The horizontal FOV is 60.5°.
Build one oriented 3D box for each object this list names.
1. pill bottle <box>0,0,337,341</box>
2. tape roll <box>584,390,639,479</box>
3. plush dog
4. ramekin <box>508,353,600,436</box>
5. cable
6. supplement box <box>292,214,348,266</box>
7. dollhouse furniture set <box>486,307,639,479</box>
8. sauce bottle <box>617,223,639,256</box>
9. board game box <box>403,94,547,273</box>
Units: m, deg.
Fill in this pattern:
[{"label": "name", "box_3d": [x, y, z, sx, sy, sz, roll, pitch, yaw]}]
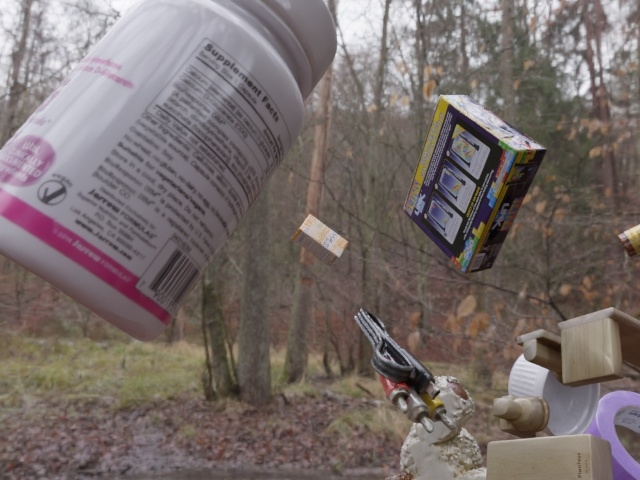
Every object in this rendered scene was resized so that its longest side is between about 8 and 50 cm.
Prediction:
[{"label": "pill bottle", "box_3d": [-0.113, -0.081, 0.422, 0.160, 0.283, 0.160, 29, -19, 11]}, {"label": "tape roll", "box_3d": [0.777, 0.506, 1.330, 0.275, 0.274, 0.090, 6, -49, -14]}, {"label": "plush dog", "box_3d": [0.225, 0.404, 0.991, 0.211, 0.262, 0.225, -32, -28, 7]}, {"label": "ramekin", "box_3d": [0.525, 0.337, 1.249, 0.207, 0.207, 0.109, 9, -5, -30]}, {"label": "cable", "box_3d": [0.096, 0.186, 0.867, 0.140, 0.072, 0.287, 31, 5, -29]}, {"label": "supplement box", "box_3d": [0.000, 0.000, 1.109, 0.098, 0.062, 0.036, 36, -52, -3]}, {"label": "dollhouse furniture set", "box_3d": [0.250, 0.168, 0.501, 0.123, 0.151, 0.144, 24, -31, -19]}, {"label": "sauce bottle", "box_3d": [0.517, -0.020, 0.822, 0.128, 0.042, 0.042, -31, -24, 21]}, {"label": "board game box", "box_3d": [0.177, -0.069, 0.667, 0.048, 0.141, 0.170, -8, -49, -26]}]
